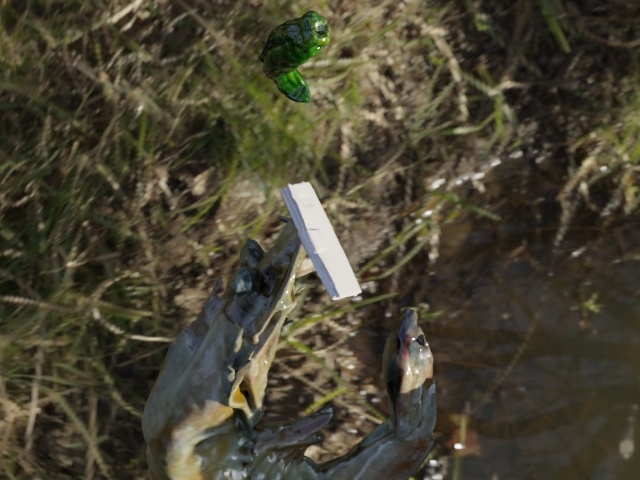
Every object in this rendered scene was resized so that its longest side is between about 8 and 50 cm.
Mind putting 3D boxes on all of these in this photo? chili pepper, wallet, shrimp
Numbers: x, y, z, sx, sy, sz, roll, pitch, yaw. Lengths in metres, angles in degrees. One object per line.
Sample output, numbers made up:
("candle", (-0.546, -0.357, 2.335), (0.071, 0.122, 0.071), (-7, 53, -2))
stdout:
("chili pepper", (-0.036, -0.212, 1.468), (0.073, 0.182, 0.050), (0, 75, -9))
("wallet", (0.000, 0.000, 0.819), (0.011, 0.044, 0.083), (-28, 83, 22))
("shrimp", (-0.016, 0.124, 0.989), (0.246, 0.085, 0.360), (0, 124, -14))
